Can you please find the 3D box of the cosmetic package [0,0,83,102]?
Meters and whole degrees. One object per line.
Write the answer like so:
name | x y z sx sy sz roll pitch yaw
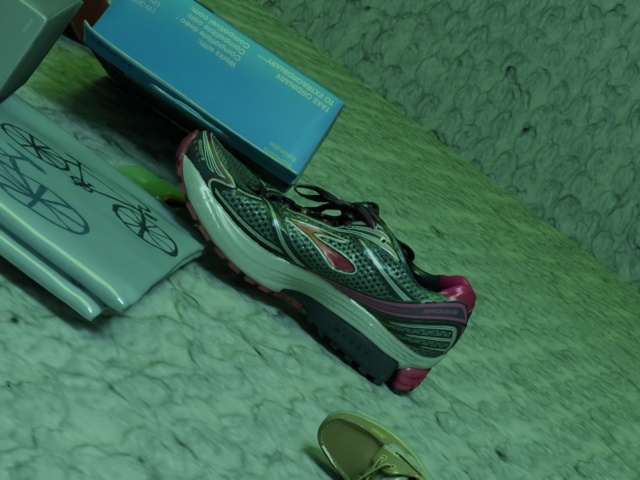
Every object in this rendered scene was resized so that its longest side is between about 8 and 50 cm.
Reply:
cosmetic package | -0.278 -0.184 1.201 0.127 0.107 0.238 35 6 -7

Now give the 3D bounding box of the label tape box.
label tape box | -0.105 -0.165 1.547 0.249 0.115 0.348 34 -4 -2

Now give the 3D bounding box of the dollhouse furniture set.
dollhouse furniture set | -0.115 -0.055 1.400 0.076 0.058 0.152 40 13 24

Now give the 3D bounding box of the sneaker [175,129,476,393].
sneaker | 0.000 0.000 1.316 0.299 0.112 0.121 38 15 -10

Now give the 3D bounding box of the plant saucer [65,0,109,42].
plant saucer | -0.352 -0.349 1.716 0.259 0.048 0.258 41 -14 22

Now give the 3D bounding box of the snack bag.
snack bag | -0.244 -0.064 1.144 0.323 0.037 0.342 36 9 0

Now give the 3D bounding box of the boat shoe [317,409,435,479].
boat shoe | 0.049 0.166 1.019 0.135 0.050 0.045 39 7 15
